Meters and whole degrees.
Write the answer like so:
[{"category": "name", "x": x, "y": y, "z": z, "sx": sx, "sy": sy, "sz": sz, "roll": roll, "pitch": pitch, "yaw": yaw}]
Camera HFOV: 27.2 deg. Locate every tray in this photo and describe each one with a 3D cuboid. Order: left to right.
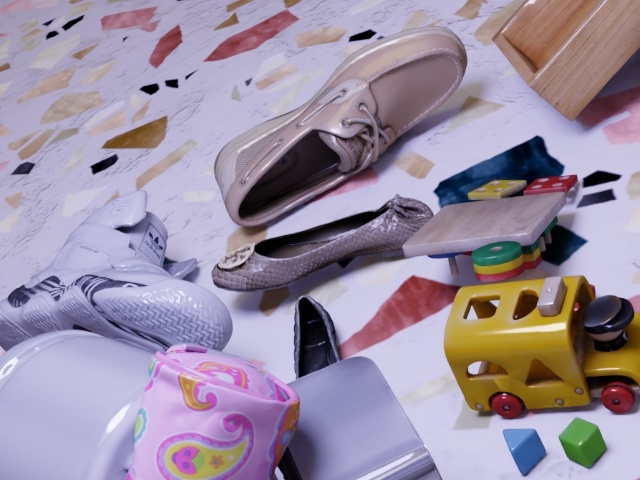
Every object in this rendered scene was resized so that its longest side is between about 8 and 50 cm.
[{"category": "tray", "x": 0.372, "y": -0.333, "z": 1.469, "sx": 0.411, "sy": 0.076, "sz": 0.203, "roll": -48, "pitch": 19, "yaw": 14}]

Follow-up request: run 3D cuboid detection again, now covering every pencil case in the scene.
[{"category": "pencil case", "x": -0.108, "y": 0.221, "z": 0.957, "sx": 0.124, "sy": 0.124, "sz": 0.284, "roll": 24, "pitch": 97, "yaw": 52}]

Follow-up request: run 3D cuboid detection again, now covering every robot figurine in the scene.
[{"category": "robot figurine", "x": -0.188, "y": 0.193, "z": 1.181, "sx": 0.300, "sy": 0.200, "sz": 0.353, "roll": -36, "pitch": 31, "yaw": -33}]

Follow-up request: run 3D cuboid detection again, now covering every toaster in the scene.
[{"category": "toaster", "x": 0.038, "y": 0.203, "z": 1.027, "sx": 0.110, "sy": 0.168, "sz": 0.185, "roll": -28, "pitch": 31, "yaw": -3}]

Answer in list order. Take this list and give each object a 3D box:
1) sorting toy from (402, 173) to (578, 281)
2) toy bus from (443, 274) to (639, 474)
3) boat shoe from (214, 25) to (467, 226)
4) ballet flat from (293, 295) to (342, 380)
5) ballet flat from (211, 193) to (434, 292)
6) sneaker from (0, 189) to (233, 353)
[{"category": "sorting toy", "x": 0.171, "y": -0.004, "z": 1.322, "sx": 0.132, "sy": 0.046, "sz": 0.274, "roll": -6, "pitch": 17, "yaw": 27}, {"category": "toy bus", "x": 0.207, "y": 0.081, "z": 1.139, "sx": 0.202, "sy": 0.104, "sz": 0.191, "roll": -33, "pitch": 32, "yaw": -9}, {"category": "boat shoe", "x": 0.034, "y": -0.125, "z": 1.571, "sx": 0.341, "sy": 0.121, "sz": 0.110, "roll": -33, "pitch": 35, "yaw": 10}, {"category": "ballet flat", "x": -0.006, "y": 0.118, "z": 1.297, "sx": 0.057, "sy": 0.049, "sz": 0.173, "roll": -25, "pitch": 32, "yaw": 5}, {"category": "ballet flat", "x": 0.000, "y": 0.000, "z": 1.426, "sx": 0.250, "sy": 0.058, "sz": 0.084, "roll": -13, "pitch": 29, "yaw": 6}, {"category": "sneaker", "x": -0.198, "y": 0.042, "z": 1.447, "sx": 0.366, "sy": 0.137, "sz": 0.210, "roll": -7, "pitch": 37, "yaw": 45}]
